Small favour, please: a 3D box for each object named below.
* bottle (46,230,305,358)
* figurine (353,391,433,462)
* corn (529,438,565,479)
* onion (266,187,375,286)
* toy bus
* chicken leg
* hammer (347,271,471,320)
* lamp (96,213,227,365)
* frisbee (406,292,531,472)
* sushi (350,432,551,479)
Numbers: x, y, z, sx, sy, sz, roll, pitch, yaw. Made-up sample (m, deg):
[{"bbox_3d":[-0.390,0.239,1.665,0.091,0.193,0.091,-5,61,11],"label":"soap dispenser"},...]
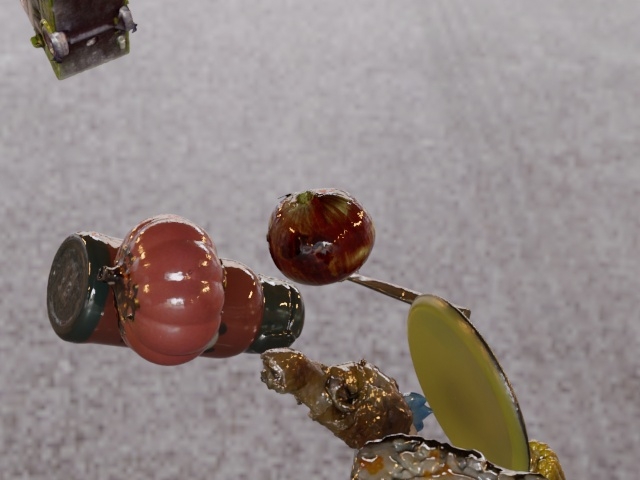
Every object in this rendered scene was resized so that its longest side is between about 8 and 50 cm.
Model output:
[{"bbox_3d":[-0.178,0.078,2.253,0.336,0.144,0.144,9,16,-31],"label":"bottle"},{"bbox_3d":[0.077,0.209,1.840,0.079,0.114,0.114,27,32,28],"label":"figurine"},{"bbox_3d":[0.272,0.322,2.145,0.080,0.231,0.080,-8,55,12],"label":"corn"},{"bbox_3d":[0.000,0.000,1.840,0.117,0.119,0.118,-26,16,17],"label":"onion"},{"bbox_3d":[-0.272,-0.309,1.867,0.113,0.302,0.139,-24,67,-16],"label":"toy bus"},{"bbox_3d":[0.012,0.145,1.645,0.198,0.085,0.069,28,-9,-39],"label":"chicken leg"},{"bbox_3d":[0.093,0.071,2.472,0.297,0.027,0.125,18,10,41],"label":"hammer"},{"bbox_3d":[-0.189,0.059,2.041,0.140,0.182,0.182,-3,22,-23],"label":"lamp"},{"bbox_3d":[0.158,0.167,1.901,0.017,0.236,0.236,-26,31,-18],"label":"frisbee"},{"bbox_3d":[0.122,0.254,1.464,0.225,0.126,0.136,13,43,16],"label":"sushi"}]
